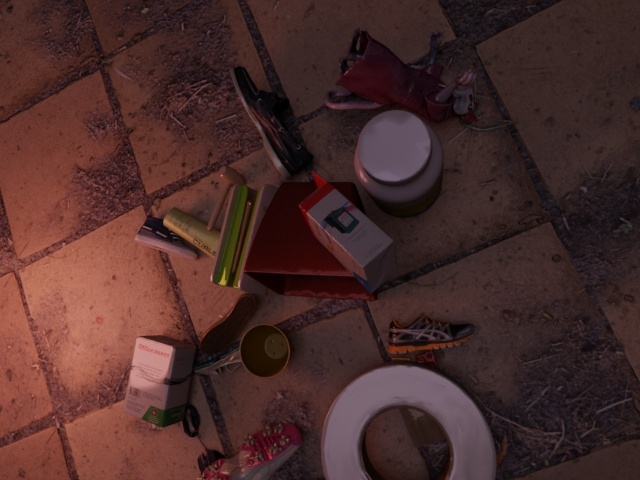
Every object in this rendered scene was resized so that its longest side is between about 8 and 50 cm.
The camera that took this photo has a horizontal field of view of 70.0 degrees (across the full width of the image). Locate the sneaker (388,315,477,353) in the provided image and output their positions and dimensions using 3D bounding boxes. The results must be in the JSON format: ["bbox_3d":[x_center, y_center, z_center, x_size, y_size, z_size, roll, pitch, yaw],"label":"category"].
[{"bbox_3d":[0.263,0.220,1.097,0.214,0.084,0.083,-11,77,14],"label":"sneaker"}]

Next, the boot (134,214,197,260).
[{"bbox_3d":[-0.428,-0.010,1.303,0.189,0.069,0.086,19,71,4],"label":"boot"}]

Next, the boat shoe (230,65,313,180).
[{"bbox_3d":[-0.125,-0.334,1.224,0.113,0.127,0.340,-28,80,9],"label":"boat shoe"}]

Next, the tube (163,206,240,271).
[{"bbox_3d":[-0.321,-0.009,1.274,0.240,0.062,0.070,32,129,3],"label":"tube"}]

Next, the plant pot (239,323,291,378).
[{"bbox_3d":[-0.129,0.280,1.181,0.134,0.095,0.134,-2,84,14],"label":"plant pot"}]

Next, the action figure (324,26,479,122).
[{"bbox_3d":[0.215,-0.359,1.108,0.370,0.248,0.276,25,127,-8],"label":"action figure"}]

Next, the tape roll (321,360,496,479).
[{"bbox_3d":[0.194,0.477,1.039,0.391,0.072,0.393,-1,84,12],"label":"tape roll"}]

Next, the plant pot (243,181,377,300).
[{"bbox_3d":[0.000,0.000,1.107,0.267,0.267,0.236,2,72,14],"label":"plant pot"}]

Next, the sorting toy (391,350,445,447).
[{"bbox_3d":[0.260,0.396,1.097,0.132,0.046,0.275,-24,80,11],"label":"sorting toy"}]

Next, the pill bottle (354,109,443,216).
[{"bbox_3d":[0.178,-0.164,1.022,0.187,0.334,0.188,-1,84,14],"label":"pill bottle"}]

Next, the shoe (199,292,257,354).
[{"bbox_3d":[-0.247,0.223,1.243,0.076,0.058,0.219,40,101,-17],"label":"shoe"}]

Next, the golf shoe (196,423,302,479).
[{"bbox_3d":[-0.167,0.589,1.170,0.306,0.115,0.140,-32,113,-1],"label":"golf shoe"}]

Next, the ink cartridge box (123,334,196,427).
[{"bbox_3d":[-0.436,0.374,1.243,0.152,0.087,0.209,9,87,27],"label":"ink cartridge box"}]

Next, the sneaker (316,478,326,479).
[{"bbox_3d":[-0.029,0.670,1.133,0.257,0.094,0.091,-15,113,6],"label":"sneaker"}]

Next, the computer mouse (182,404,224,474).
[{"bbox_3d":[-0.318,0.561,1.231,0.071,0.041,0.242,-34,77,10],"label":"computer mouse"}]

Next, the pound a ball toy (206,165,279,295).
[{"bbox_3d":[-0.195,-0.030,1.216,0.208,0.135,0.320,6,81,40],"label":"pound a ball toy"}]

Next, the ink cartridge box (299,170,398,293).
[{"bbox_3d":[0.042,-0.019,0.892,0.078,0.134,0.231,-40,61,-9],"label":"ink cartridge box"}]

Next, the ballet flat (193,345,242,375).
[{"bbox_3d":[-0.266,0.337,1.233,0.168,0.057,0.052,-25,89,11],"label":"ballet flat"}]
